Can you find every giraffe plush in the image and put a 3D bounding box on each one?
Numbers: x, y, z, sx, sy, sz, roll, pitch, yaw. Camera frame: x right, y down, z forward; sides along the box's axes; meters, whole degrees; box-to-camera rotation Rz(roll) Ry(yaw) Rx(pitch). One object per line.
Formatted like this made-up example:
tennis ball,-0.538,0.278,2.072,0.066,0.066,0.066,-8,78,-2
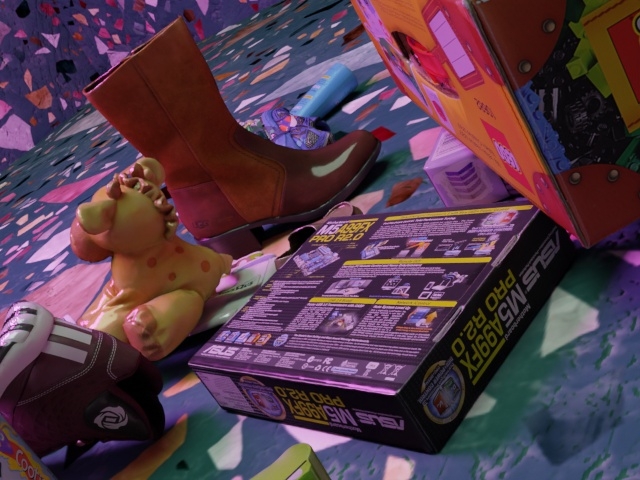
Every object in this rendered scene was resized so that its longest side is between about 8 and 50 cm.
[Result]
giraffe plush,-0.195,0.016,0.921,0.210,0.171,0.181,-28,20,4

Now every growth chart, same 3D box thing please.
growth chart,-0.124,0.068,0.989,0.237,0.021,0.172,-20,24,29

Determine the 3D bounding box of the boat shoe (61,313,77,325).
boat shoe,-0.325,0.125,1.128,0.035,0.035,0.100,-36,28,-16

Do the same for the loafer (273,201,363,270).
loafer,0.000,0.000,0.921,0.056,0.050,0.148,-15,28,38

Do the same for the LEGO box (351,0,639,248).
LEGO box,0.243,-0.246,0.740,0.372,0.193,0.500,-31,23,4

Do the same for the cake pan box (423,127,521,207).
cake pan box,0.246,-0.146,0.874,0.245,0.070,0.267,-21,24,32

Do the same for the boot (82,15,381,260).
boot,-0.096,-0.142,1.043,0.264,0.280,0.096,-28,22,12

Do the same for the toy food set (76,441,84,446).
toy food set,-0.279,0.178,0.958,0.192,0.039,0.132,0,43,37

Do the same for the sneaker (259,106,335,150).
sneaker,-0.028,-0.143,1.251,0.087,0.083,0.221,-23,28,-3

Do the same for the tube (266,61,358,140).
tube,-0.026,-0.198,1.396,0.207,0.052,0.080,-46,14,-14

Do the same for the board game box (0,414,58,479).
board game box,-0.265,0.259,0.606,0.142,0.144,0.275,-33,22,-2

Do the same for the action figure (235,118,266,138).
action figure,-0.156,-0.158,1.452,0.232,0.063,0.137,-17,38,45

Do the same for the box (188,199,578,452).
box,0.043,0.059,0.724,0.270,0.060,0.216,-4,35,50

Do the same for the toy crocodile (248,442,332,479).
toy crocodile,-0.113,0.244,0.467,0.340,0.115,0.105,-43,23,-25

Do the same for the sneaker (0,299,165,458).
sneaker,-0.234,0.178,0.809,0.106,0.162,0.281,-88,21,-43
